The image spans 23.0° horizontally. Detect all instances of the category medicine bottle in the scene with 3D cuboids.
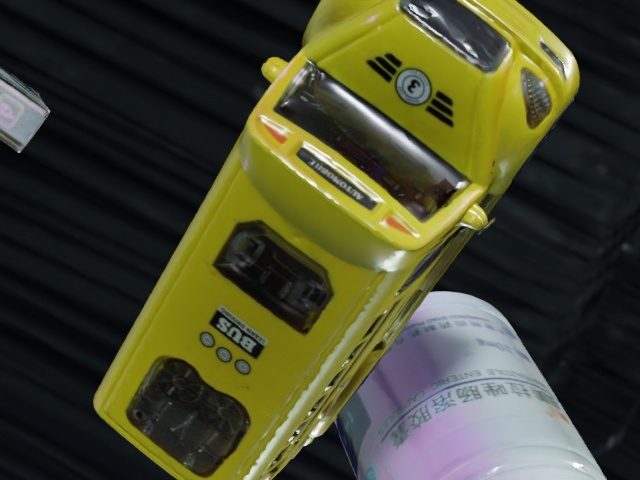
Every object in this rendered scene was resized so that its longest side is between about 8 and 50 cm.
[{"bbox_3d":[0.107,0.164,1.066,0.254,0.152,0.152,-116,-137,-55],"label":"medicine bottle"}]

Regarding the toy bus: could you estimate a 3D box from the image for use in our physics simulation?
[{"bbox_3d":[0.000,0.000,0.877,0.151,0.145,0.331,-45,170,-51],"label":"toy bus"}]

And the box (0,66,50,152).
[{"bbox_3d":[-0.362,-0.179,1.219,0.047,0.325,0.180,-58,-165,1],"label":"box"}]
